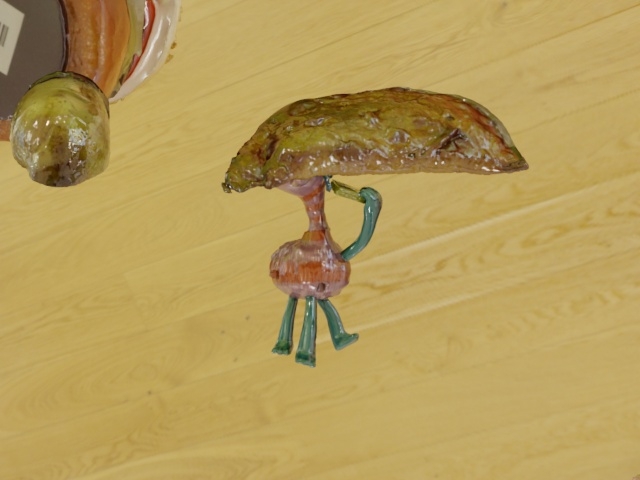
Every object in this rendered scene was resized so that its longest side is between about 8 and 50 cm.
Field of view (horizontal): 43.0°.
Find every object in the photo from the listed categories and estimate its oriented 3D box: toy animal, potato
[{"bbox_3d":[0.000,0.000,0.676,0.103,0.100,0.208,2,104,14],"label":"toy animal"},{"bbox_3d":[-0.232,-0.101,0.742,0.096,0.103,0.066,-9,131,-23],"label":"potato"}]

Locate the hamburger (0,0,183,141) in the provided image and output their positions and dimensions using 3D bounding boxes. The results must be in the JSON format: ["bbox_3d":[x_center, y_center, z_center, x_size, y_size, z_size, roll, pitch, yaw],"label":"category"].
[{"bbox_3d":[-0.331,-0.287,0.930,0.330,0.250,0.330,9,120,16],"label":"hamburger"}]

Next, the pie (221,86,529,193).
[{"bbox_3d":[0.029,-0.070,0.510,0.191,0.088,0.033,-6,133,-11],"label":"pie"}]

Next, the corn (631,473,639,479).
[{"bbox_3d":[0.515,0.361,1.161,0.127,0.126,0.335,42,108,-1],"label":"corn"}]
